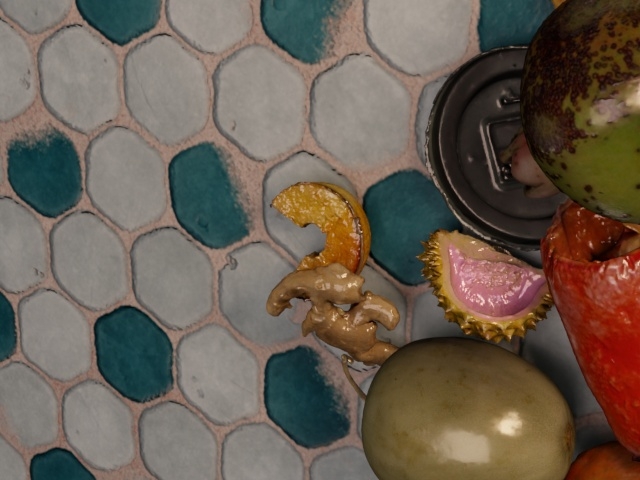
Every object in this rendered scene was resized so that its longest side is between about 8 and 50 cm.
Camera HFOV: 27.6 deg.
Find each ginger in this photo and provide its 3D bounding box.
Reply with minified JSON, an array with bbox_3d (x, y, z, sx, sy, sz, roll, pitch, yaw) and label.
[{"bbox_3d":[0.057,0.121,1.867,0.259,0.065,0.149,35,135,-18],"label":"ginger"}]

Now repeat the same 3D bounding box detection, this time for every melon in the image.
[{"bbox_3d":[0.193,0.256,1.777,0.308,0.272,0.271,-1,109,60],"label":"melon"}]

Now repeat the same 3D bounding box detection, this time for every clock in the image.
[{"bbox_3d":[0.274,-0.125,1.722,0.281,0.055,0.280,10,111,27],"label":"clock"}]

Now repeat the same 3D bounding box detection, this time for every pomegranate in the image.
[{"bbox_3d":[0.331,-0.144,1.523,0.341,0.285,0.285,-28,92,52],"label":"pomegranate"}]

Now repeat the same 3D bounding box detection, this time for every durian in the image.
[{"bbox_3d":[0.227,0.067,1.776,0.182,0.165,0.132,16,93,-15],"label":"durian"}]

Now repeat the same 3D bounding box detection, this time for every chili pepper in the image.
[{"bbox_3d":[0.420,0.088,1.590,0.251,0.229,0.305,-13,115,48],"label":"chili pepper"}]

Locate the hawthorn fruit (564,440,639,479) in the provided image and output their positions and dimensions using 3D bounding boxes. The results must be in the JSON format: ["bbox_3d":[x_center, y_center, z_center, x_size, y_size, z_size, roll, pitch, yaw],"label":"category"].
[{"bbox_3d":[0.404,0.357,1.731,0.262,0.210,0.210,4,109,36],"label":"hawthorn fruit"}]

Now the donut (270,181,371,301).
[{"bbox_3d":[0.010,-0.002,1.902,0.146,0.078,0.181,-3,100,28],"label":"donut"}]

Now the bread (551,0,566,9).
[{"bbox_3d":[0.339,-0.311,1.629,0.111,0.044,0.083,15,117,26],"label":"bread"}]
